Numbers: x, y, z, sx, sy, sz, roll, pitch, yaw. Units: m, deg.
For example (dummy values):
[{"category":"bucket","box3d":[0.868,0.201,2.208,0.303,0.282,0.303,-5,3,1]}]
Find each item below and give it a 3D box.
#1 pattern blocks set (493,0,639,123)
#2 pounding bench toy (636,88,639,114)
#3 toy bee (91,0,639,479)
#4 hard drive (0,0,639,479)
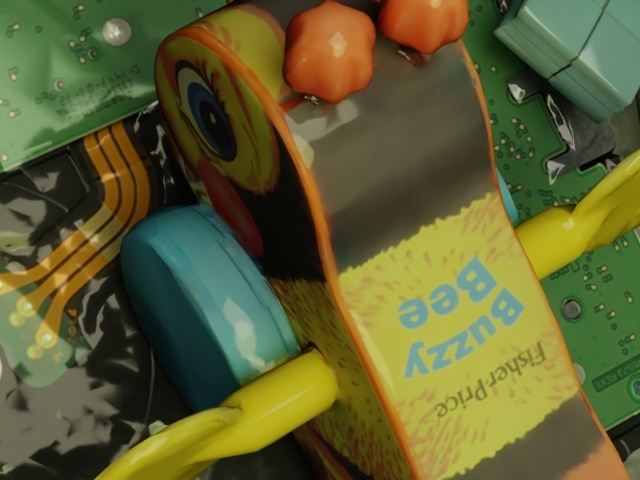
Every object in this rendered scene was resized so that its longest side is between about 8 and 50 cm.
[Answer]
[{"category":"pattern blocks set","box3d":[0.098,-0.203,0.628,0.285,0.026,0.325,47,55,-6]},{"category":"pounding bench toy","box3d":[0.156,-0.031,0.644,0.065,0.052,0.083,-4,83,-19]},{"category":"toy bee","box3d":[0.000,0.000,0.465,0.298,0.162,0.195,41,73,-9]},{"category":"hard drive","box3d":[-0.066,0.019,0.557,0.339,0.064,0.237,-27,91,-19]}]
